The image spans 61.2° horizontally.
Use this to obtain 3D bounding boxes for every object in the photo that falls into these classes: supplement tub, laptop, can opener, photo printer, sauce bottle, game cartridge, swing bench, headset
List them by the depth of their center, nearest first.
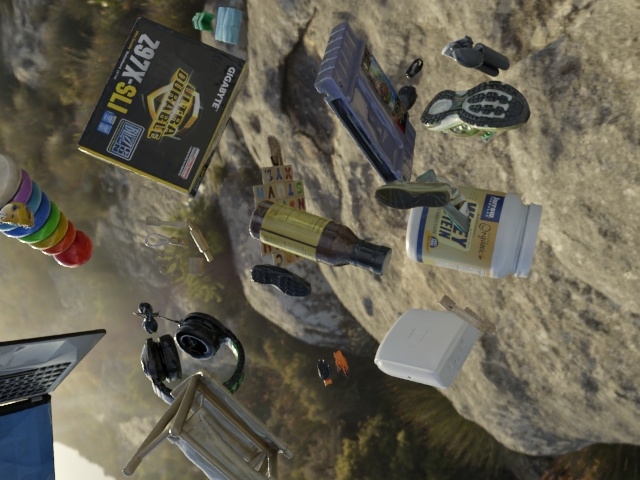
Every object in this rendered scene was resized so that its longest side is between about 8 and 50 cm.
[{"bbox_3d":[-0.196,0.405,1.060,0.165,0.254,0.253,-41,100,19],"label":"swing bench"},{"bbox_3d":[-0.672,0.422,1.171,0.408,0.382,0.236,-44,72,16],"label":"laptop"},{"bbox_3d":[0.122,-0.301,1.252,0.068,0.230,0.355,-12,137,35],"label":"game cartridge"},{"bbox_3d":[0.000,0.000,1.304,0.344,0.111,0.111,20,128,18],"label":"sauce bottle"},{"bbox_3d":[0.406,-0.027,1.441,0.316,0.228,0.228,11,121,19],"label":"supplement tub"},{"bbox_3d":[-0.377,0.305,1.476,0.394,0.243,0.185,38,141,27],"label":"headset"},{"bbox_3d":[0.457,-0.512,1.562,0.076,0.283,0.095,-29,68,43],"label":"can opener"},{"bbox_3d":[0.337,0.343,1.784,0.307,0.256,0.107,-1,132,53],"label":"photo printer"}]

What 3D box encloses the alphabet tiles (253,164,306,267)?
[{"bbox_3d":[-0.126,-0.084,1.847,0.011,0.285,0.342,-3,98,31],"label":"alphabet tiles"}]

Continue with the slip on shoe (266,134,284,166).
[{"bbox_3d":[-0.171,-0.323,2.012,0.051,0.041,0.135,-4,111,18],"label":"slip on shoe"}]

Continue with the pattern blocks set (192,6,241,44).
[{"bbox_3d":[-0.125,-0.448,0.751,0.285,0.026,0.325,50,130,46],"label":"pattern blocks set"}]

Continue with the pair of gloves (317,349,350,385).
[{"bbox_3d":[0.035,0.340,1.445,0.074,0.083,0.010,65,-175,24],"label":"pair of gloves"}]

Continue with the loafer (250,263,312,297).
[{"bbox_3d":[-0.117,0.119,1.710,0.223,0.078,0.076,16,116,28],"label":"loafer"}]

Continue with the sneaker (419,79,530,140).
[{"bbox_3d":[0.503,-0.380,1.678,0.410,0.182,0.158,26,89,60],"label":"sneaker"}]

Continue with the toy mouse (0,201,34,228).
[{"bbox_3d":[-0.420,-0.041,0.649,0.161,0.143,0.031,1,83,57],"label":"toy mouse"}]

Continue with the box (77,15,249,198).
[{"bbox_3d":[-0.336,-0.289,1.186,0.257,0.322,0.079,23,173,-1],"label":"box"}]

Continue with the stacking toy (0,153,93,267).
[{"bbox_3d":[-0.611,-0.035,1.167,0.141,0.141,0.330,45,169,31],"label":"stacking toy"}]

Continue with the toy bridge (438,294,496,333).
[{"bbox_3d":[0.345,0.178,1.221,0.026,0.188,0.063,-54,36,10],"label":"toy bridge"}]

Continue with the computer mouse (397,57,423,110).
[{"bbox_3d":[0.313,-0.553,1.906,0.071,0.242,0.041,2,152,33],"label":"computer mouse"}]

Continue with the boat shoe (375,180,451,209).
[{"bbox_3d":[0.191,-0.100,1.119,0.153,0.048,0.056,0,130,19],"label":"boat shoe"}]

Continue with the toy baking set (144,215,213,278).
[{"bbox_3d":[-0.486,0.016,1.834,0.030,0.197,0.256,-68,-45,-79],"label":"toy baking set"}]

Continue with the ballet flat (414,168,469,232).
[{"bbox_3d":[0.304,-0.091,1.262,0.068,0.213,0.072,-40,34,22],"label":"ballet flat"}]
